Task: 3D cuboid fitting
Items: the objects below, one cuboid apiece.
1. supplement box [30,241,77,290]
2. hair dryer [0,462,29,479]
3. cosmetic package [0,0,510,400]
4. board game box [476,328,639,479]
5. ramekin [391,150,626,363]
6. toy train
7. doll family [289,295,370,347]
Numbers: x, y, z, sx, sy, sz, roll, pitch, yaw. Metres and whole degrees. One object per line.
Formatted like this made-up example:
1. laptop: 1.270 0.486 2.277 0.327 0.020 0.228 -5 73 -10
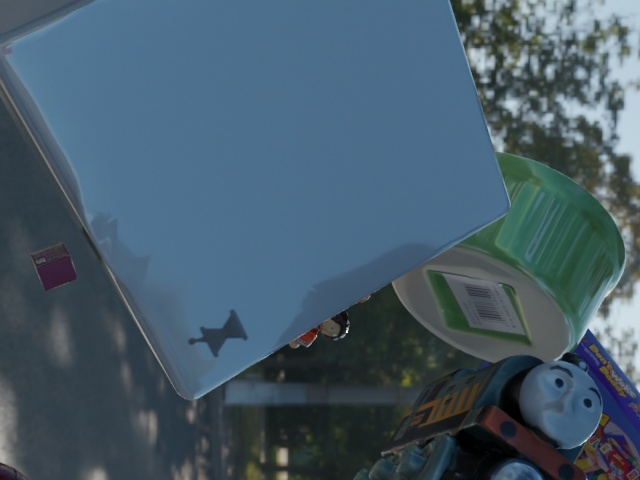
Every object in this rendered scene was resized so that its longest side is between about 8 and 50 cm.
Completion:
1. supplement box: -0.411 0.039 1.599 0.083 0.055 0.043 -146 -142 -65
2. hair dryer: -0.336 0.332 1.087 0.223 0.080 0.293 63 8 29
3. cosmetic package: -0.102 -0.140 0.929 0.394 0.327 0.329 42 -21 57
4. board game box: 0.410 0.303 1.680 0.347 0.078 0.233 56 -51 23
5. ramekin: 0.241 0.037 1.401 0.148 0.303 0.303 -58 163 -30
6. toy train: 0.135 0.196 0.927 0.190 0.142 0.334 -55 179 -20
7. doll family: 0.000 0.000 1.248 0.118 0.163 0.262 -77 179 -64
